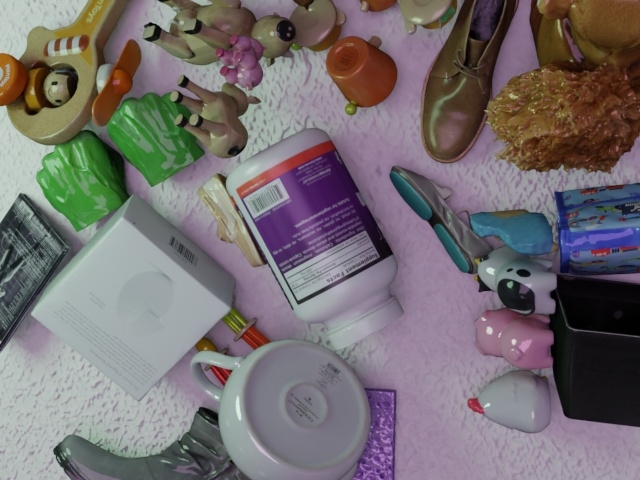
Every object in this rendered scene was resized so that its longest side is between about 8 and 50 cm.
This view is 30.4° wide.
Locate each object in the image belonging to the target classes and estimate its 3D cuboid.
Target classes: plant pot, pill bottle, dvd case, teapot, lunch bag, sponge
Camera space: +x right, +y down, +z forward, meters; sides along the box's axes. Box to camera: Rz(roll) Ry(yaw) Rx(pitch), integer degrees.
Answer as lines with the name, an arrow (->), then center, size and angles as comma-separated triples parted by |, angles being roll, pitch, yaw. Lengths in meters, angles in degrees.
plant pot -> 0.433, 0.171, 1.762 | 0.187, 0.188, 0.167 | 7, 114, 0
pill bottle -> 0.000, 0.000, 1.827 | 0.181, 0.181, 0.323 | -29, 90, 11
dvd case -> -0.518, 0.053, 1.969 | 0.164, 0.018, 0.221 | 42, 101, 35
teapot -> -0.060, 0.284, 1.837 | 0.252, 0.187, 0.256 | 0, 65, -25
lunch bag -> 0.453, -0.008, 1.688 | 0.221, 0.293, 0.138 | -5, 94, 10
sponge -> 0.063, 0.345, 1.920 | 0.117, 0.031, 0.210 | 2, 95, 10

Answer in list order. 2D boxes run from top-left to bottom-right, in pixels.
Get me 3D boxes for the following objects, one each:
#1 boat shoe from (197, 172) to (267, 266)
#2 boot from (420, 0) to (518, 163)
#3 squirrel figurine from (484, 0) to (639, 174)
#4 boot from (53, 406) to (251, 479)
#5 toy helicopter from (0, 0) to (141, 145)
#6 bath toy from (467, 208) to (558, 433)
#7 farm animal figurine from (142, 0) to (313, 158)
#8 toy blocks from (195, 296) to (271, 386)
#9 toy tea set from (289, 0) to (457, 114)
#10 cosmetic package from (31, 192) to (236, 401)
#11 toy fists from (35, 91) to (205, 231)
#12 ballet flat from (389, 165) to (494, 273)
boat shoe -> -0.144, -0.024, 1.915 | 0.059, 0.063, 0.170 | -32, 79, 14
boot -> 0.221, -0.266, 1.801 | 0.112, 0.115, 0.305 | 18, 99, 6
squirrel figurine -> 0.399, -0.265, 1.637 | 0.281, 0.370, 0.397 | 20, 98, 8
boot -> -0.250, 0.360, 1.948 | 0.338, 0.118, 0.223 | 33, 97, -5
toy helicopter -> -0.367, -0.311, 1.882 | 0.235, 0.140, 0.355 | 25, 83, 29
bath toy -> 0.288, 0.131, 1.802 | 0.129, 0.151, 0.348 | -2, 108, 3
farm animal figurine -> -0.134, -0.298, 1.799 | 0.326, 0.172, 0.330 | 26, 90, 47
toy blocks -> -0.132, 0.185, 1.931 | 0.148, 0.054, 0.123 | 45, 100, 3
toy tea set -> 0.121, -0.350, 1.832 | 0.336, 0.124, 0.200 | -35, 58, 14
cosmetic package -> -0.293, 0.090, 1.877 | 0.224, 0.138, 0.224 | 42, 103, -13
toy fists -> -0.329, -0.139, 1.921 | 0.279, 0.096, 0.142 | -29, 102, 10
ballet flat -> 0.194, -0.044, 1.856 | 0.068, 0.072, 0.213 | -37, 88, -17
